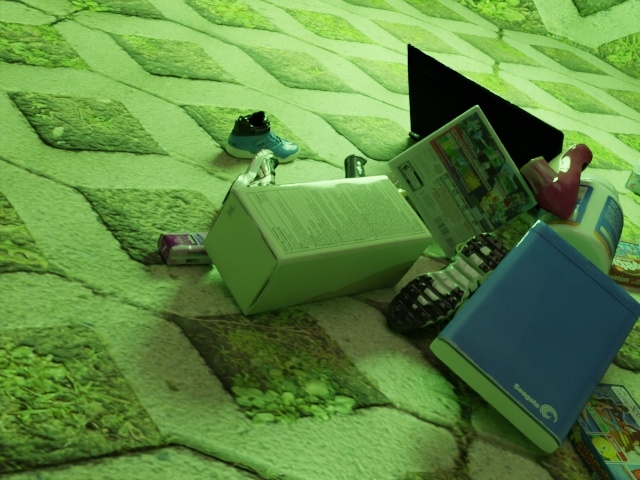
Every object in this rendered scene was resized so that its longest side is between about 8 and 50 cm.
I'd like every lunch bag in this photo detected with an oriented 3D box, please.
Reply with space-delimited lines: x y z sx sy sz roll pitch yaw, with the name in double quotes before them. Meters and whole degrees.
"lunch bag" 0.783 -0.151 2.186 0.071 0.083 0.053 38 33 28

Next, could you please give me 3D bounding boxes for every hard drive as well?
"hard drive" 0.319 0.123 1.301 0.210 0.040 0.318 42 49 8

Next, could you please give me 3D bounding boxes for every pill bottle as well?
"pill bottle" 0.464 -0.016 1.647 0.152 0.152 0.272 27 36 12

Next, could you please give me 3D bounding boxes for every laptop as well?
"laptop" 0.398 -0.238 1.929 0.382 0.236 0.407 38 33 27

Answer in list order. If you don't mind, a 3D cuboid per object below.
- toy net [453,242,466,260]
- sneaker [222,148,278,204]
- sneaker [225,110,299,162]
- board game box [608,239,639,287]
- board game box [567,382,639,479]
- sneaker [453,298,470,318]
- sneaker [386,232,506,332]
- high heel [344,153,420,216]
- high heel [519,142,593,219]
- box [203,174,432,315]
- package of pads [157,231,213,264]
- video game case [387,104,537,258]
"toy net" 0.313 0.087 1.512 0.232 0.045 0.122 29 29 15
"sneaker" -0.102 -0.087 1.540 0.077 0.072 0.178 33 37 -2
"sneaker" -0.097 -0.196 1.695 0.152 0.085 0.058 2 33 -31
"board game box" 0.609 0.043 1.798 0.281 0.027 0.145 11 31 -18
"board game box" 0.411 0.275 1.260 0.136 0.035 0.201 8 31 -21
"sneaker" 0.332 0.157 1.381 0.281 0.105 0.115 3 54 -24
"sneaker" 0.192 0.085 1.407 0.234 0.106 0.078 -34 66 -27
"high heel" 0.154 -0.040 1.618 0.261 0.093 0.186 19 44 -18
"high heel" 0.446 -0.103 1.611 0.244 0.082 0.117 -14 66 -55
"box" 0.000 0.000 1.353 0.311 0.121 0.148 -7 53 -41
"package of pads" -0.192 0.011 1.332 0.083 0.032 0.050 -1 33 -34
"video game case" 0.245 -0.100 1.573 0.201 0.183 0.023 57 7 -7
